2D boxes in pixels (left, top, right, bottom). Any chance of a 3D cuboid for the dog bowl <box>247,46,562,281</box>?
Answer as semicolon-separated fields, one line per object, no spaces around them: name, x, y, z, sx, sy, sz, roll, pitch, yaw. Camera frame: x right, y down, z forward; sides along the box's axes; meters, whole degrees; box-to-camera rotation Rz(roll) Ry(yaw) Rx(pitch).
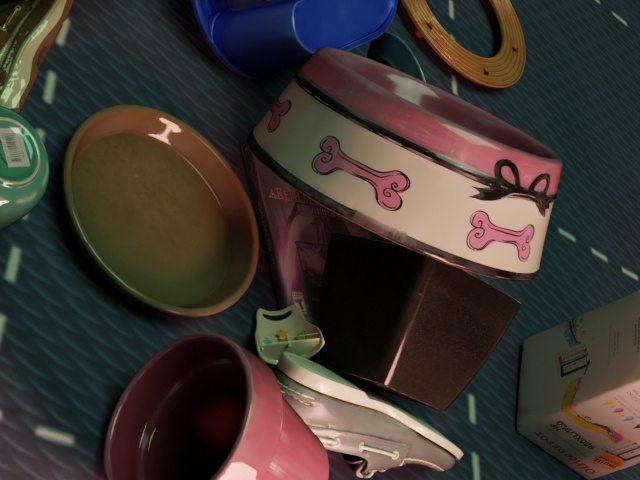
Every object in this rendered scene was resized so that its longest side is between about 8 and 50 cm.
dog bowl;0.122;-0.109;1.570;0.408;0.150;0.408;23;14;-6

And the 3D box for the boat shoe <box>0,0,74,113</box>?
boat shoe;-0.351;-0.238;1.402;0.095;0.095;0.257;31;46;-21

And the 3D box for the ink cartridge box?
ink cartridge box;0.429;0.213;1.805;0.171;0.233;0.168;36;45;-25

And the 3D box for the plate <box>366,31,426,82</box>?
plate;0.105;-0.209;1.810;0.024;0.188;0.188;-19;78;-22

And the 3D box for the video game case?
video game case;0.000;0.000;1.664;0.196;0.026;0.274;8;60;-44

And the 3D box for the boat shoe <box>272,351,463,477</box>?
boat shoe;0.048;0.234;1.526;0.319;0.116;0.099;30;89;-39

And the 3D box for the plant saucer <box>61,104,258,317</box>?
plant saucer;-0.191;-0.032;1.472;0.278;0.041;0.278;25;49;-33

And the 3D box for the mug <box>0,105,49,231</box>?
mug;-0.355;-0.084;1.275;0.158;0.097;0.129;41;47;-26

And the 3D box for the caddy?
caddy;-0.045;-0.365;1.746;0.341;0.179;0.241;-33;112;-50

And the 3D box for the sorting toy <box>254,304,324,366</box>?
sorting toy;-0.046;0.111;1.521;0.083;0.045;0.075;-5;52;-15

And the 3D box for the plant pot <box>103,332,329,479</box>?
plant pot;-0.094;0.222;1.293;0.180;0.201;0.201;40;40;-41

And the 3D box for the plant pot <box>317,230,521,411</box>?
plant pot;0.105;0.109;1.556;0.187;0.188;0.167;27;80;-40

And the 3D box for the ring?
ring;0.240;-0.411;2.189;0.336;0.032;0.336;25;49;-34
